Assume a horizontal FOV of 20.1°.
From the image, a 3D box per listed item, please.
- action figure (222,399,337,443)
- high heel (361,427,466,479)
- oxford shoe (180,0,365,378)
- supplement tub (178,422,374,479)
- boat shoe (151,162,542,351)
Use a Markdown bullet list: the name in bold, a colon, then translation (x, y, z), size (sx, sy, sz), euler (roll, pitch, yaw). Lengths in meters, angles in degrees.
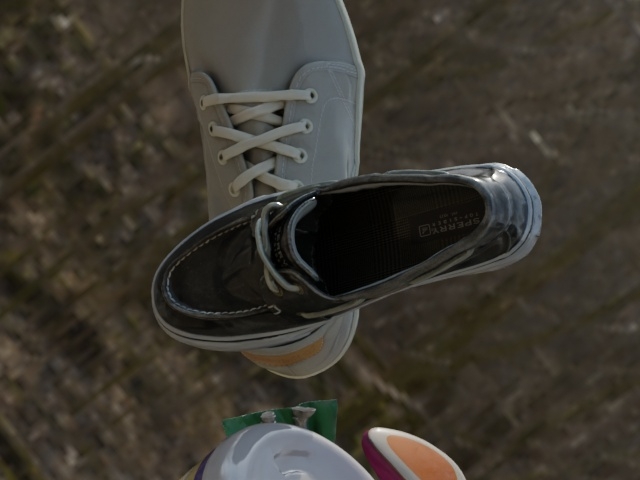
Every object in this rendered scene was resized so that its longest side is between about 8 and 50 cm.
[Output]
- **action figure**: translation (-0.028, 0.304, 2.022), size (0.063, 0.137, 0.232), euler (-169, -109, -73)
- **high heel**: translation (0.107, 0.273, 1.651), size (0.244, 0.117, 0.082), euler (38, 31, -14)
- **oxford shoe**: translation (-0.043, -0.091, 1.675), size (0.130, 0.169, 0.449), euler (-17, 101, -78)
- **supplement tub**: translation (-0.099, 0.348, 1.674), size (0.241, 0.331, 0.241), euler (34, 32, -25)
- **boat shoe**: translation (0.000, 0.000, 1.393), size (0.119, 0.335, 0.121), euler (16, 59, -63)
